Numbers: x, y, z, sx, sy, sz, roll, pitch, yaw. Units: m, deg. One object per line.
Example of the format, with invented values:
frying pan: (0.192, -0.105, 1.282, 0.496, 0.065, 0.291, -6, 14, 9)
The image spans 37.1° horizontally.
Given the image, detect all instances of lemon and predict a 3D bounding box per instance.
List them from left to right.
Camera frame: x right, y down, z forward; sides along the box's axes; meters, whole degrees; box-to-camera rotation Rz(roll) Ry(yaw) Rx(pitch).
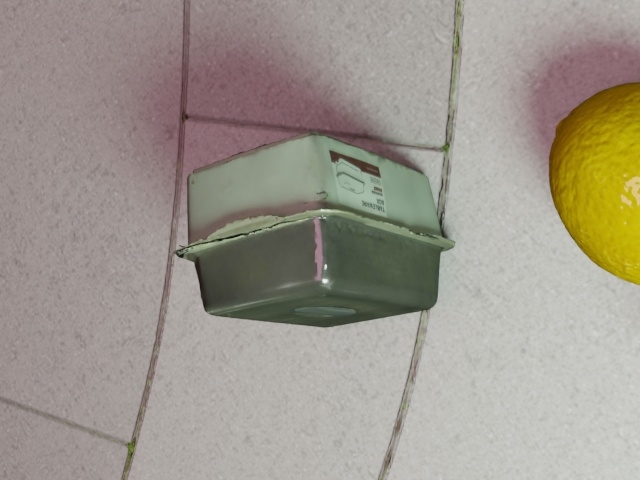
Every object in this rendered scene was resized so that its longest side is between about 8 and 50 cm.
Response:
lemon: (0.319, -0.053, 0.910, 0.244, 0.187, 0.187, 48, 118, 32)

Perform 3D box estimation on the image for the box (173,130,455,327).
box: (0.000, 0.000, 1.055, 0.220, 0.290, 0.166, -13, 75, 33)
